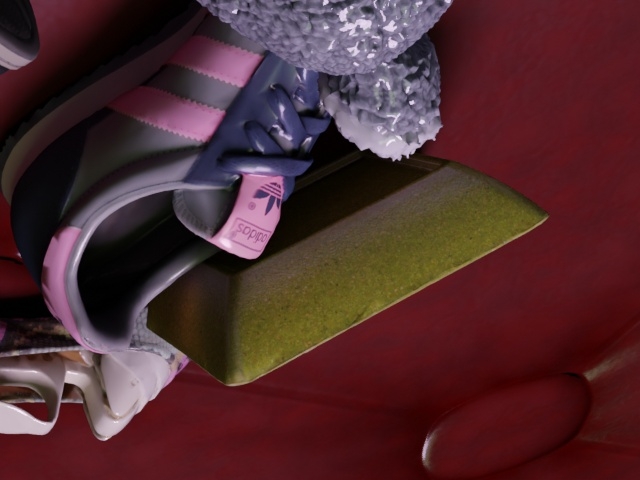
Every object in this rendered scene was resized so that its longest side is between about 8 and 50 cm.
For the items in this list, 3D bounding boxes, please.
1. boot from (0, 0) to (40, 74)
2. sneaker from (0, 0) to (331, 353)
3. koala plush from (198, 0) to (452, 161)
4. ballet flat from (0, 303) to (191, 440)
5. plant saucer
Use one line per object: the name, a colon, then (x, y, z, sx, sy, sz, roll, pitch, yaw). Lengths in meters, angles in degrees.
boot: (-0.253, -0.106, 0.762, 0.178, 0.085, 0.236, -35, 137, 21)
sneaker: (-0.024, -0.064, 0.905, 0.319, 0.131, 0.112, -40, 141, 24)
koala plush: (-0.007, -0.155, 0.708, 0.203, 0.221, 0.196, -17, 145, -9)
ballet flat: (-0.157, 0.079, 1.076, 0.221, 0.079, 0.077, -1, 140, -29)
plant saucer: (0.000, 0.000, 0.989, 0.188, 0.188, 0.045, -28, 105, -14)
